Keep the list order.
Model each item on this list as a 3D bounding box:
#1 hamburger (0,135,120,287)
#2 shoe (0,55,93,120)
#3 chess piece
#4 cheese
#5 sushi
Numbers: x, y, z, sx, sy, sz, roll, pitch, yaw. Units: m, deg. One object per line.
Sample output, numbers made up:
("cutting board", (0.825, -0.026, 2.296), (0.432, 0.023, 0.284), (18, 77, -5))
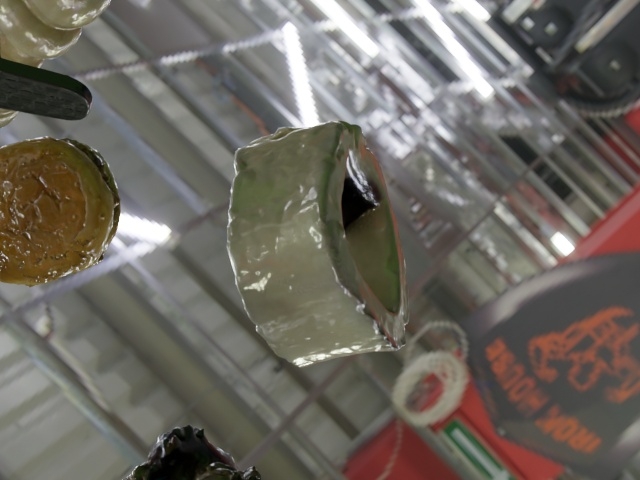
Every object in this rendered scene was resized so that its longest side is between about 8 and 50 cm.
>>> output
("hamburger", (-0.373, -0.042, 1.792), (0.214, 0.214, 0.108), (46, -172, 4))
("shoe", (-0.298, -0.160, 1.245), (0.179, 0.071, 0.049), (13, -122, -2))
("chess piece", (-0.343, -0.248, 1.526), (0.143, 0.261, 0.142), (32, -140, -32))
("cheese", (-0.003, -0.002, 1.688), (0.332, 0.153, 0.292), (51, -149, -61))
("sushi", (-0.135, 0.340, 1.515), (0.225, 0.238, 0.219), (-29, -129, -26))
